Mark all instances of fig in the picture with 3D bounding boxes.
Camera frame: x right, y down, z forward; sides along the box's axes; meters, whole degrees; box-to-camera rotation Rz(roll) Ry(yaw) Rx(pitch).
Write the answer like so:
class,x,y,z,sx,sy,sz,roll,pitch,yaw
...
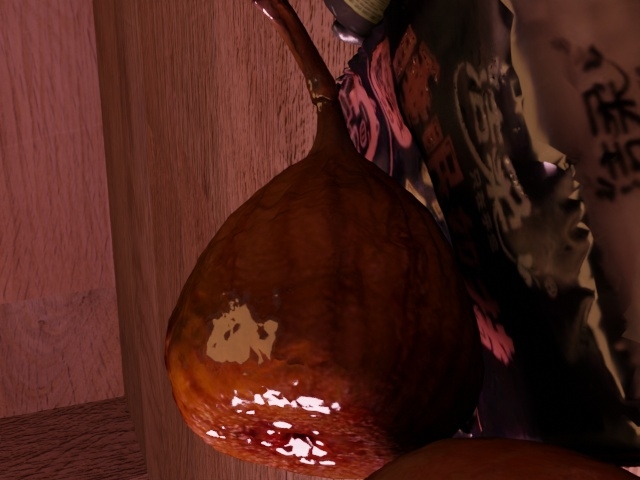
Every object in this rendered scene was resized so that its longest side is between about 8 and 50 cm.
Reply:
class,x,y,z,sx,sy,sz,roll,pitch,yaw
fig,0.000,0.000,0.641,0.146,0.134,0.201,-37,47,49

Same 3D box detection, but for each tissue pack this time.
class,x,y,z,sx,sy,sz,roll,pitch,yaw
tissue pack,0.104,-0.012,0.684,0.332,0.123,0.245,135,118,-76

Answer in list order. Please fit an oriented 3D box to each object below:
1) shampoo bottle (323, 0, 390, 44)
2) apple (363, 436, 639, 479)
class,x,y,z,sx,sy,sz,roll,pitch,yaw
shampoo bottle,0.055,-0.167,0.803,0.284,0.101,0.101,144,116,-74
apple,0.070,0.160,0.560,0.160,0.173,0.195,-105,32,-53
